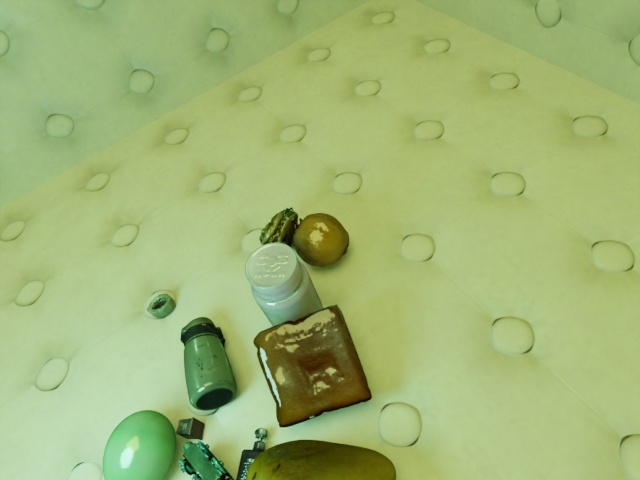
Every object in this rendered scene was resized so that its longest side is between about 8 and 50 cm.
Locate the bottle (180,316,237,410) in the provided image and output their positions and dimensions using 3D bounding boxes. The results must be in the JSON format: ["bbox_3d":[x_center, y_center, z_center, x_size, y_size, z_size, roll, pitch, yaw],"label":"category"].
[{"bbox_3d":[-0.423,0.437,1.775,0.168,0.168,0.347,-24,47,-4],"label":"bottle"}]

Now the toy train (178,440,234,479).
[{"bbox_3d":[-0.365,0.734,1.539,0.198,0.154,0.107,34,64,31],"label":"toy train"}]

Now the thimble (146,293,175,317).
[{"bbox_3d":[-0.669,0.277,2.019,0.110,0.062,0.084,-27,51,-7],"label":"thimble"}]

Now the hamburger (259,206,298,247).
[{"bbox_3d":[-0.158,-0.030,2.052,0.130,0.183,0.206,33,70,10],"label":"hamburger"}]

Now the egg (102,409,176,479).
[{"bbox_3d":[-0.594,0.699,1.582,0.220,0.220,0.270,7,64,19],"label":"egg"}]

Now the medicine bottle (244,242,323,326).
[{"bbox_3d":[-0.127,0.189,1.743,0.213,0.379,0.214,-7,54,9],"label":"medicine bottle"}]

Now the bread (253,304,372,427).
[{"bbox_3d":[-0.031,0.423,1.624,0.323,0.143,0.333,-21,78,0],"label":"bread"}]

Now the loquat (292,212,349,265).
[{"bbox_3d":[0.000,0.000,1.973,0.238,0.193,0.238,0,76,0],"label":"loquat"}]

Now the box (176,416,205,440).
[{"bbox_3d":[-0.451,0.655,1.668,0.063,0.085,0.060,-11,53,17],"label":"box"}]

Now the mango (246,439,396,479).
[{"bbox_3d":[0.002,0.708,1.405,0.445,0.301,0.221,-3,93,-6],"label":"mango"}]

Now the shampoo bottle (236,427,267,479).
[{"bbox_3d":[-0.216,0.760,1.531,0.098,0.071,0.309,-2,54,15],"label":"shampoo bottle"}]
